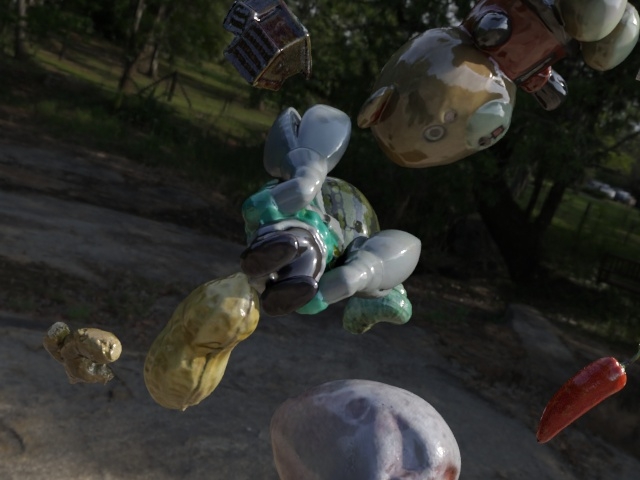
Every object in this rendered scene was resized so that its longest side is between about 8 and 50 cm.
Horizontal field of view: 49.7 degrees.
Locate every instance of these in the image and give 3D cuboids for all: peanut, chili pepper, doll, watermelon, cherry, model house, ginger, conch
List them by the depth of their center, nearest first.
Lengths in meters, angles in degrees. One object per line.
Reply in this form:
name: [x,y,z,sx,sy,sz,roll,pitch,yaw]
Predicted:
doll: [0.007,-0.002,0.635,0.153,0.195,0.258,-21,38,10]
doll: [0.198,-0.216,0.826,0.174,0.330,0.235,60,22,18]
ginger: [-0.370,0.186,1.108,0.214,0.133,0.059,-7,33,41]
watermelon: [0.000,0.000,1.148,0.212,0.212,0.212,17,7,-2]
peanut: [-0.198,0.169,1.158,0.146,0.306,0.147,29,24,-14]
cherry: [0.080,0.390,1.212,0.291,0.326,0.335,2,52,-50]
model house: [-0.108,-0.348,1.229,0.165,0.152,0.106,50,-25,8]
chili pepper: [0.502,0.287,1.310,0.071,0.272,0.063,52,14,27]
conch: [0.160,0.181,1.890,0.188,0.122,0.175,-8,-10,-31]

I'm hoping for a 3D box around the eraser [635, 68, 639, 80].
eraser: [0.661,-0.318,1.342,0.083,0.038,0.019,32,26,34]
